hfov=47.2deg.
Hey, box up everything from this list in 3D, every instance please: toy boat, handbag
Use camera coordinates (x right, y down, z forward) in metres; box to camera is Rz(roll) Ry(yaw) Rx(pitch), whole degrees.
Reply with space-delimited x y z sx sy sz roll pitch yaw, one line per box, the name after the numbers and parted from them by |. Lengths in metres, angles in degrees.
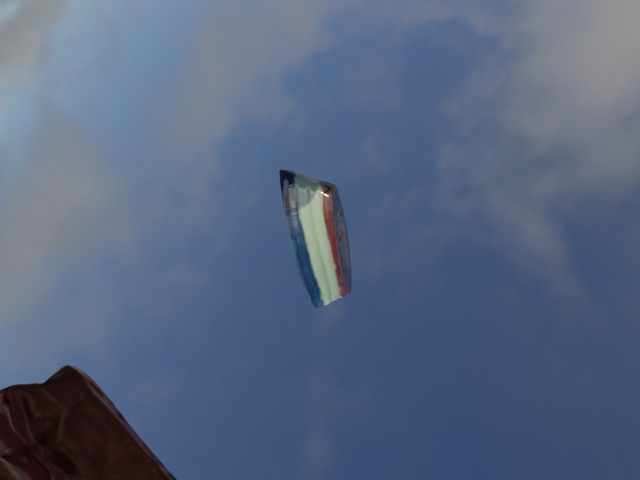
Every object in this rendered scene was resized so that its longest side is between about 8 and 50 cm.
0.000 0.000 0.682 0.046 0.228 0.080 8 -117 11 | toy boat
-0.148 0.195 0.441 0.225 0.135 0.146 45 -42 19 | handbag
